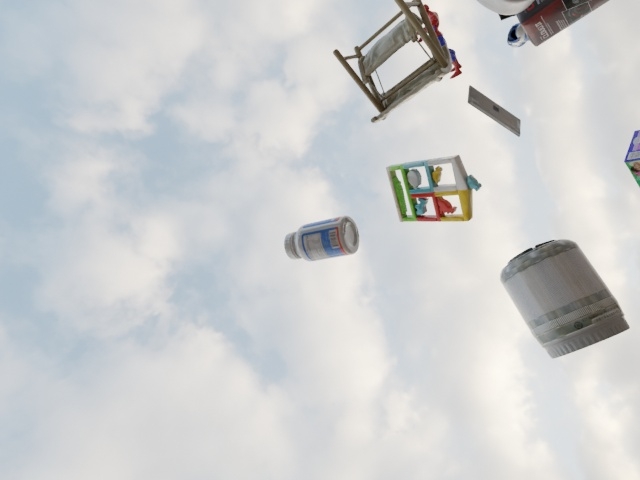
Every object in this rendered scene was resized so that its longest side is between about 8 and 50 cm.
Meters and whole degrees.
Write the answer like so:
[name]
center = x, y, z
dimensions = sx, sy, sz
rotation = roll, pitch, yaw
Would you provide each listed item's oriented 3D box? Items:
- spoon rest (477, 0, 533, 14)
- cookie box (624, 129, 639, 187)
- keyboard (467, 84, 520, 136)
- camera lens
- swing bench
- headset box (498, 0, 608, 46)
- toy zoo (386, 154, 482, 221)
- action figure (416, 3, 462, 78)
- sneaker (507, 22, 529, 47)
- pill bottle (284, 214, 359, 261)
[spoon rest]
center = 0.286, -0.533, 0.761
dimensions = 0.084, 0.137, 0.276
rotation = -39, -91, -6
[cookie box]
center = 0.697, -0.169, 0.872
dimensions = 0.107, 0.040, 0.091
rotation = 39, -110, -24
[keyboard]
center = 0.583, -0.429, 1.370
dimensions = 0.256, 0.014, 0.072
rotation = 21, -117, -25
[camera lens]
center = 0.641, 0.149, 1.105
dimensions = 0.220, 0.219, 0.274
rotation = -14, -115, -19
[swing bench]
center = 0.220, -0.529, 1.211
dimensions = 0.165, 0.253, 0.254
rotation = -39, -80, -47
[headset box]
center = 0.500, -0.569, 0.834
dimensions = 0.110, 0.293, 0.218
rotation = 10, -118, -46
[toy zoo]
center = 0.338, -0.148, 1.228
dimensions = 0.030, 0.293, 0.192
rotation = -31, -69, -35
[action figure]
center = 0.411, -0.725, 1.529
dimensions = 0.280, 0.139, 0.091
rotation = 51, -144, -32
[sneaker]
center = 0.504, -0.528, 1.050
dimensions = 0.059, 0.144, 0.053
rotation = -2, -75, 3
[pill bottle]
center = 0.000, 0.000, 1.292
dimensions = 0.124, 0.222, 0.124
rotation = 24, -119, -54
